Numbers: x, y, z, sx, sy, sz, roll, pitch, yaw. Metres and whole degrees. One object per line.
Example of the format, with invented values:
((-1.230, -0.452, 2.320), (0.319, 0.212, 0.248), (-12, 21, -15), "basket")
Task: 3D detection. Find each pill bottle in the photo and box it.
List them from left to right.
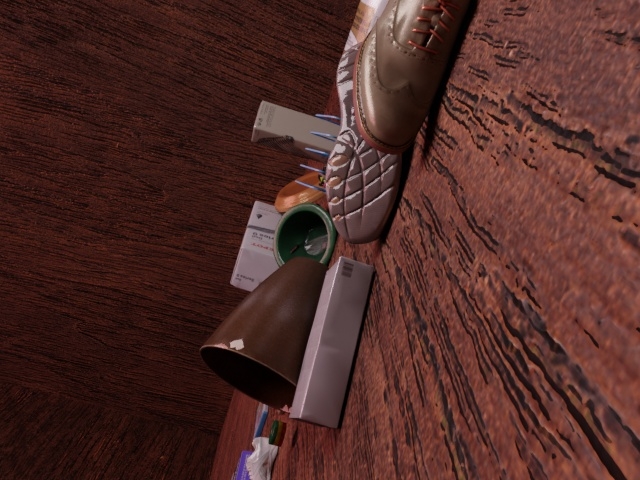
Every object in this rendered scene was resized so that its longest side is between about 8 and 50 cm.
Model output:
((0.124, -0.376, 1.021), (0.131, 0.131, 0.229), (-86, 15, -62), "pill bottle")

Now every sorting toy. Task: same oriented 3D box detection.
((-0.046, 0.265, 1.170), (0.132, 0.046, 0.275), (155, 131, -81), "sorting toy")

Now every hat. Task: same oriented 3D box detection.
((0.000, 0.000, 1.463), (0.183, 0.173, 0.209), (18, -97, -61), "hat")

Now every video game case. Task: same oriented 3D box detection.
((-0.174, 0.510, 1.732), (0.166, 0.015, 0.119), (-94, 22, -71), "video game case")

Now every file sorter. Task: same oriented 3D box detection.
((0.026, -0.189, 1.317), (0.118, 0.104, 0.170), (29, 103, 61), "file sorter")

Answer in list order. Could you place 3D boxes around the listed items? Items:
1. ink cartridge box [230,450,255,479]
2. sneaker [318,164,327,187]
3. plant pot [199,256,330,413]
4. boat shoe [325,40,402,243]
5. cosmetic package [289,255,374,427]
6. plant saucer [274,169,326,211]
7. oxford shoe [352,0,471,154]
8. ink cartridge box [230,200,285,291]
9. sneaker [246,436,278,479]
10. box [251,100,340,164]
((-0.222, 0.684, 1.577), (0.206, 0.045, 0.208), (-84, 14, -60), "ink cartridge box")
((0.028, -0.144, 1.456), (0.170, 0.074, 0.063), (-86, 15, -62), "sneaker")
((-0.060, 0.149, 1.026), (0.230, 0.215, 0.215), (-62, 0, -30), "plant pot")
((0.088, -0.150, 0.928), (0.116, 0.123, 0.324), (24, -108, -63), "boat shoe")
((0.018, 0.153, 0.870), (0.099, 0.060, 0.239), (131, 155, -69), "cosmetic package")
((-0.043, -0.145, 1.635), (0.200, 0.200, 0.037), (-89, -25, -67), "plant saucer")
((0.132, -0.289, 0.798), (0.130, 0.123, 0.348), (146, 140, -71), "oxford shoe")
((-0.109, 0.029, 1.578), (0.289, 0.211, 0.122), (-88, 17, -62), "ink cartridge box")
((-0.135, 0.500, 1.256), (0.054, 0.061, 0.152), (120, 164, -55), "sneaker")
((-0.059, -0.312, 1.723), (0.113, 0.275, 0.094), (125, 161, -73), "box")
